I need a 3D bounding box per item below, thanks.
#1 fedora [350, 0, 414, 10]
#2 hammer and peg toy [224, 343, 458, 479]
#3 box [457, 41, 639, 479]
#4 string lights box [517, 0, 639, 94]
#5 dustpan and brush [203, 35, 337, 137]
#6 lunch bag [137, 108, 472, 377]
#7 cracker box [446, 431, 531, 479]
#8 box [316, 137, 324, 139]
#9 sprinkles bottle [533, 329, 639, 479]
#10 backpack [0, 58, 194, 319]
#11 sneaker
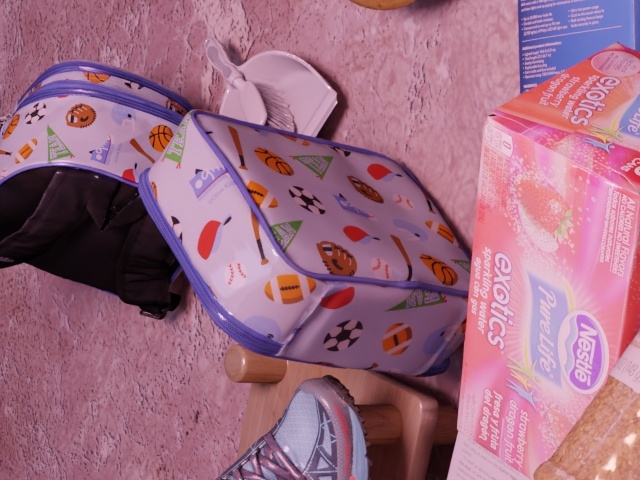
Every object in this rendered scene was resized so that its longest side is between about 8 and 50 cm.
[{"bbox_3d":[0.073,-0.298,1.761,0.194,0.079,0.194,4,96,47],"label":"fedora"},{"bbox_3d":[-0.003,0.283,1.819,0.266,0.127,0.361,22,104,51],"label":"hammer and peg toy"},{"bbox_3d":[0.207,0.031,1.430,0.142,0.154,0.300,33,136,35],"label":"box"},{"bbox_3d":[0.227,-0.154,1.556,0.133,0.077,0.259,-2,89,53],"label":"string lights box"},{"bbox_3d":[-0.070,-0.146,1.960,0.147,0.060,0.211,-56,31,19],"label":"dustpan and brush"},{"bbox_3d":[0.000,0.000,1.689,0.115,0.303,0.243,-53,50,22],"label":"lunch bag"},{"bbox_3d":[0.174,0.239,1.639,0.156,0.067,0.232,32,116,48],"label":"cracker box"},{"bbox_3d":[-0.039,-0.048,1.958,0.136,0.028,0.081,-21,74,54],"label":"box"},{"bbox_3d":[0.290,0.053,1.310,0.355,0.121,0.121,-54,42,-2],"label":"sprinkles bottle"},{"bbox_3d":[-0.224,-0.060,2.015,0.263,0.276,0.213,-29,49,61],"label":"backpack"},{"bbox_3d":[-0.046,0.233,1.669,0.104,0.125,0.262,44,120,45],"label":"sneaker"}]
